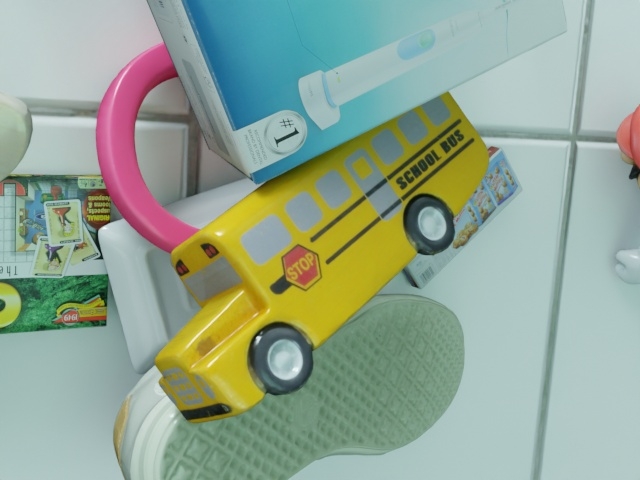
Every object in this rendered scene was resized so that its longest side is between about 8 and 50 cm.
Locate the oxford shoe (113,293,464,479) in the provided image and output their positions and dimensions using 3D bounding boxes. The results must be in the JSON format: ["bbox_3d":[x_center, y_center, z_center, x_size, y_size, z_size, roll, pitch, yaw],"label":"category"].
[{"bbox_3d":[-0.012,0.144,0.836,0.449,0.130,0.169,-12,100,-44],"label":"oxford shoe"}]

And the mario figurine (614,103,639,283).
[{"bbox_3d":[0.454,-0.064,1.092,0.320,0.170,0.198,56,35,-38],"label":"mario figurine"}]

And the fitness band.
[{"bbox_3d":[-0.059,-0.076,0.768,0.291,0.054,0.209,1,79,-32],"label":"fitness band"}]

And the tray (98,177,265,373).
[{"bbox_3d":[-0.068,0.015,0.808,0.270,0.030,0.145,-22,110,-32],"label":"tray"}]

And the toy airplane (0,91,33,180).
[{"bbox_3d":[-0.423,-0.114,0.478,0.384,0.272,0.386,-26,130,15],"label":"toy airplane"}]

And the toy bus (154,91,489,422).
[{"bbox_3d":[0.000,0.000,0.688,0.333,0.108,0.130,-40,98,-31],"label":"toy bus"}]

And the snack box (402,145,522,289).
[{"bbox_3d":[0.154,-0.027,0.952,0.178,0.022,0.064,-42,117,-17],"label":"snack box"}]

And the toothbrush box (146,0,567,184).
[{"bbox_3d":[0.022,-0.210,0.650,0.296,0.126,0.216,-28,118,-13],"label":"toothbrush box"}]

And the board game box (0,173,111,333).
[{"bbox_3d":[-0.301,0.012,0.685,0.260,0.030,0.136,-2,103,-31],"label":"board game box"}]
